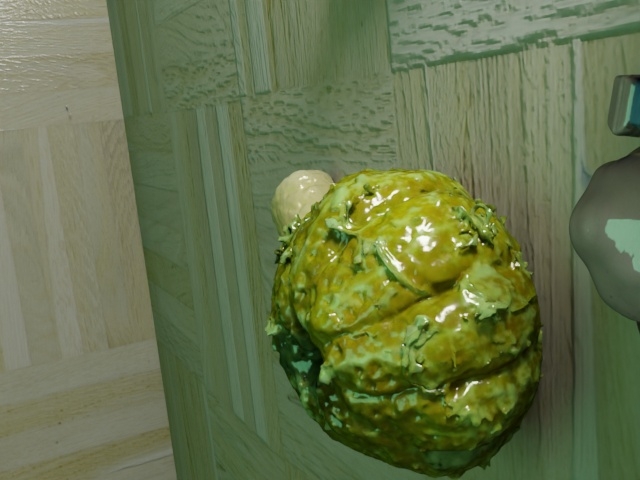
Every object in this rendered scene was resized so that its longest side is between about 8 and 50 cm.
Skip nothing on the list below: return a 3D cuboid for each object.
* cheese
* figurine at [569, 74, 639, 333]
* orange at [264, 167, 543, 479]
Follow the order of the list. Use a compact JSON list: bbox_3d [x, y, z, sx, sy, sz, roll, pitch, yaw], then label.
[{"bbox_3d":[0.000,0.000,0.991,0.123,0.094,0.167,95,157,-51],"label":"cheese"},{"bbox_3d":[0.224,-0.034,0.480,0.137,0.112,0.228,-142,57,-62],"label":"figurine"},{"bbox_3d":[0.073,0.085,0.716,0.301,0.223,0.300,44,144,51],"label":"orange"}]
